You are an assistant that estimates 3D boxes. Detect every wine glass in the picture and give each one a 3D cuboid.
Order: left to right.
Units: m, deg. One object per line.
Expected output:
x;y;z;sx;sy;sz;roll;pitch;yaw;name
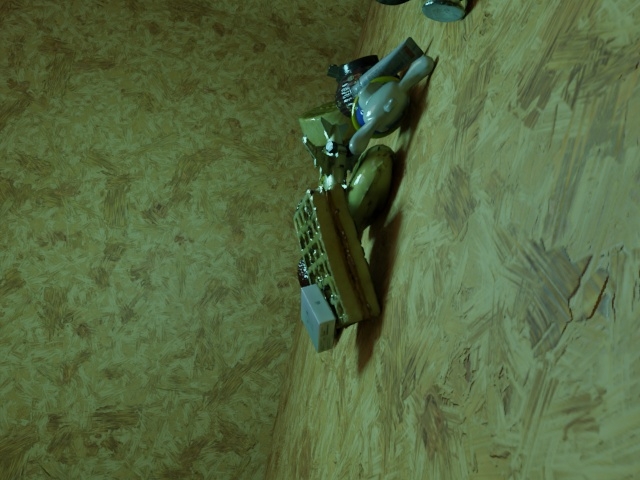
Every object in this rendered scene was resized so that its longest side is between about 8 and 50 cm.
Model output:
0.296;-0.606;0.938;0.111;0.111;0.204;-125;45;-82;wine glass

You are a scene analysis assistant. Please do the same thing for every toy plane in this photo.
0.044;-0.234;1.239;0.092;0.229;0.244;-9;83;49;toy plane

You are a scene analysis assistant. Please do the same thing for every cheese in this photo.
0.143;-0.168;1.306;0.316;0.128;0.260;123;162;-65;cheese

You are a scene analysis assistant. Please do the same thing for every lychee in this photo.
-0.006;0.136;1.669;0.194;0.194;0.194;-166;90;-84;lychee

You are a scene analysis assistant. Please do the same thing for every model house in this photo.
0.147;-0.797;2.112;0.211;0.243;0.204;160;124;-82;model house

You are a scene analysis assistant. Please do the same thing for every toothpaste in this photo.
0.194;-0.513;1.273;0.234;0.089;0.057;-28;60;32;toothpaste

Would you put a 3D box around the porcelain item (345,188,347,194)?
0.111;-0.120;1.829;0.081;0.069;0.216;-95;14;-58;porcelain item

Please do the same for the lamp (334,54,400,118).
0.163;-0.509;1.462;0.247;0.247;0.247;-166;90;-84;lamp

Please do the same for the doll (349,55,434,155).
0.188;-0.414;1.206;0.311;0.159;0.242;-45;-5;29;doll

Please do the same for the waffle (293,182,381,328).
0.037;0.054;1.169;0.261;0.114;0.376;131;126;-67;waffle

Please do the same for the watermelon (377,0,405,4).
0.241;-0.917;1.353;0.359;0.278;0.279;-82;7;-74;watermelon

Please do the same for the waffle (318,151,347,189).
0.050;-0.159;1.632;0.382;0.095;0.380;-106;16;-66;waffle

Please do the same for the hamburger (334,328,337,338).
0.020;0.245;1.525;0.206;0.130;0.183;-79;8;-48;hamburger

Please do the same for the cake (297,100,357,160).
0.077;-0.499;2.053;0.332;0.332;0.321;-87;-19;-61;cake

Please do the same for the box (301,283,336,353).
-0.008;0.210;1.135;0.129;0.051;0.130;-122;26;-43;box
